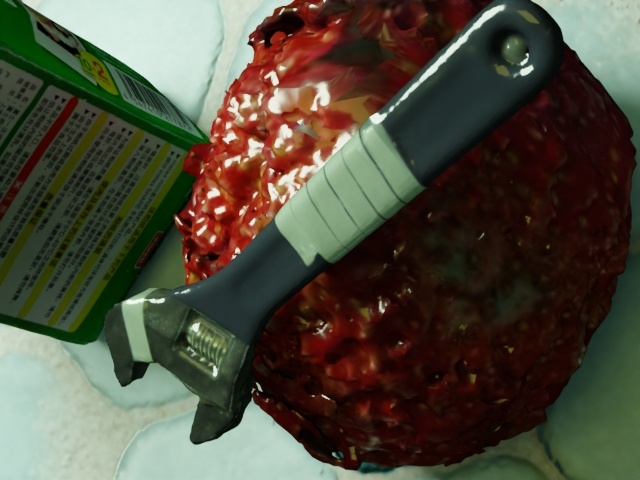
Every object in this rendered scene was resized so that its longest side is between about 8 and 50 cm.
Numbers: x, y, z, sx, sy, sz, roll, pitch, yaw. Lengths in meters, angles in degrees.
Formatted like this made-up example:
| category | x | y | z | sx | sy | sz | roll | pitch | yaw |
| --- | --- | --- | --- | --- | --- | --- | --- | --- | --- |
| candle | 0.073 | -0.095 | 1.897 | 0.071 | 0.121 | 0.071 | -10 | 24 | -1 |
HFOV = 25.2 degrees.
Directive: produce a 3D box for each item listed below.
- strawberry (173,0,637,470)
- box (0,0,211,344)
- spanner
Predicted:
| category | x | y | z | sx | sy | sz | roll | pitch | yaw |
| --- | --- | --- | --- | --- | --- | --- | --- | --- | --- |
| strawberry | 0.033 | -0.023 | 0.769 | 0.274 | 0.220 | 0.274 | -6 | 74 | 21 |
| box | -0.192 | -0.046 | 0.864 | 0.103 | 0.250 | 0.180 | 37 | 96 | 34 |
| spanner | 0.000 | 0.000 | 0.659 | 0.316 | 0.024 | 0.087 | -41 | 81 | 37 |
